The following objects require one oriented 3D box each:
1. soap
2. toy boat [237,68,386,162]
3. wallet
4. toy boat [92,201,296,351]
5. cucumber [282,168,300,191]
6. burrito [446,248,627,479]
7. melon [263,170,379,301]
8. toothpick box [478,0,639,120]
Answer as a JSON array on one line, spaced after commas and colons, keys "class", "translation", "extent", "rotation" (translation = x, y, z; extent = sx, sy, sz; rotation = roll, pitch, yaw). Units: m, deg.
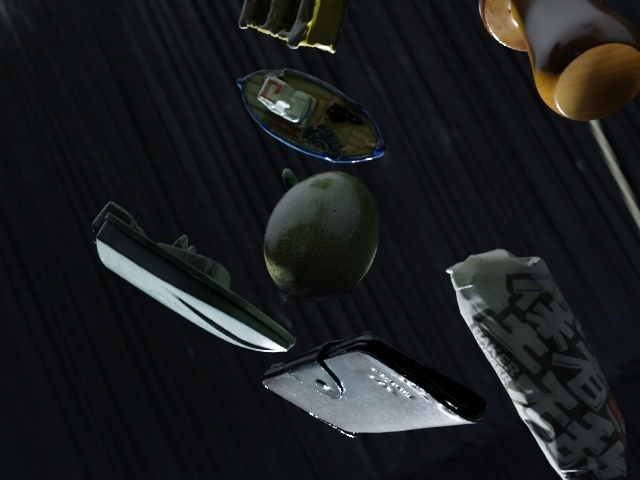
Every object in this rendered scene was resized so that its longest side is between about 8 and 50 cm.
[{"class": "soap", "translation": [-0.017, -0.378, 1.398], "extent": [0.076, 0.135, 0.233], "rotation": [1, 111, -47]}, {"class": "toy boat", "translation": [-0.016, -0.194, 1.613], "extent": [0.114, 0.262, 0.115], "rotation": [-63, 176, 2]}, {"class": "wallet", "translation": [0.049, 0.178, 1.234], "extent": [0.318, 0.172, 0.045], "rotation": [-28, -146, 63]}, {"class": "toy boat", "translation": [-0.169, 0.060, 1.427], "extent": [0.092, 0.319, 0.141], "rotation": [-55, 165, -13]}, {"class": "cucumber", "translation": [-0.022, -0.045, 1.731], "extent": [0.033, 0.184, 0.036], "rotation": [-5, 151, -35]}, {"class": "burrito", "translation": [0.336, 0.204, 1.488], "extent": [0.139, 0.446, 0.101], "rotation": [-29, -177, 9]}, {"class": "melon", "translation": [0.000, 0.000, 1.290], "extent": [0.192, 0.139, 0.139], "rotation": [-63, -174, -33]}, {"class": "toothpick box", "translation": [0.347, -0.311, 1.496], "extent": [0.192, 0.294, 0.192], "rotation": [-8, 134, -8]}]
